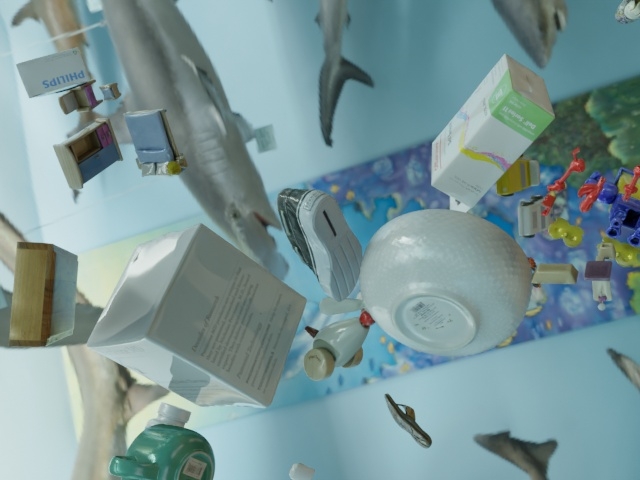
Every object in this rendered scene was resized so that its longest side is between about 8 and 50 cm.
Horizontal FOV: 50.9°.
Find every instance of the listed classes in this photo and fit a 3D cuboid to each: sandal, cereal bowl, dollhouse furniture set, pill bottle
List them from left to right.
[{"bbox_3d":[-0.559,-0.288,1.873,0.198,0.304,0.286,-55,-39,-50],"label":"dollhouse furniture set"},{"bbox_3d":[-0.443,0.572,1.877,0.124,0.124,0.221,52,-126,-65],"label":"pill bottle"},{"bbox_3d":[0.285,0.568,2.149,0.219,0.060,0.090,38,151,39],"label":"sandal"},{"bbox_3d":[0.231,0.111,1.303,0.338,0.339,0.141,67,-148,-35],"label":"cereal bowl"},{"bbox_3d":[0.392,0.060,1.037,0.091,0.115,0.081,-57,-43,-45],"label":"dollhouse furniture set"}]

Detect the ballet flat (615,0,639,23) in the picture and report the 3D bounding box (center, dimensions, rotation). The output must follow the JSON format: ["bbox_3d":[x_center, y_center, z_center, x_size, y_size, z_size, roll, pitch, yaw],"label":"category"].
[{"bbox_3d":[0.499,-0.369,1.035,0.114,0.041,0.041,-39,59,54],"label":"ballet flat"}]

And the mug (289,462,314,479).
[{"bbox_3d":[-0.061,0.710,2.047,0.062,0.064,0.078,-63,0,-21],"label":"mug"}]

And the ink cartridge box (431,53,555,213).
[{"bbox_3d":[0.360,-0.223,1.543,0.119,0.353,0.207,29,-144,-11],"label":"ink cartridge box"}]

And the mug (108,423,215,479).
[{"bbox_3d":[-0.236,0.363,1.044,0.158,0.098,0.129,-27,-69,-51],"label":"mug"}]

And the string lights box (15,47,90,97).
[{"bbox_3d":[-0.601,-0.372,1.518,0.260,0.134,0.076,26,135,66],"label":"string lights box"}]

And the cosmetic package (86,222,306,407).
[{"bbox_3d":[-0.317,0.213,1.774,0.394,0.330,0.327,38,-123,-30],"label":"cosmetic package"}]

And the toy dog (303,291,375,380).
[{"bbox_3d":[0.061,0.200,1.723,0.161,0.333,0.220,45,-171,27],"label":"toy dog"}]

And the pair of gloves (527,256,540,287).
[{"bbox_3d":[0.570,0.085,1.803,0.074,0.010,0.083,19,-118,-55],"label":"pair of gloves"}]

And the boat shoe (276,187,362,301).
[{"bbox_3d":[0.000,0.000,1.428,0.121,0.119,0.335,-48,-36,-25],"label":"boat shoe"}]

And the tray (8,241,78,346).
[{"bbox_3d":[-0.604,0.119,1.499,0.411,0.076,0.202,160,112,-77],"label":"tray"}]

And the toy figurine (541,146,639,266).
[{"bbox_3d":[0.610,-0.076,1.213,0.217,0.363,0.191,-45,-30,-47],"label":"toy figurine"}]

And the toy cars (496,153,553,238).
[{"bbox_3d":[0.557,-0.118,1.771,0.394,0.087,0.176,44,-125,-47],"label":"toy cars"}]
